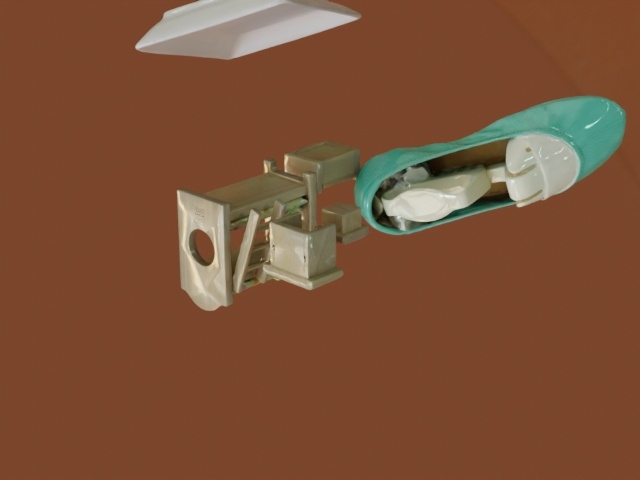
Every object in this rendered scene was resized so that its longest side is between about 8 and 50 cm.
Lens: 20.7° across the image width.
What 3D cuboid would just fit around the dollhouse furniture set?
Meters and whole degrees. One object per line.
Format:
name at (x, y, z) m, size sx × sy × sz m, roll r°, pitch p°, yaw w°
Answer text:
dollhouse furniture set at (0.000, 0.000, 1.488) m, size 0.182 × 0.161 × 0.101 m, roll -21°, pitch 120°, yaw -41°

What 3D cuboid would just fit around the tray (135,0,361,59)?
tray at (-0.062, -0.202, 1.602) m, size 0.145 × 0.270 × 0.030 m, roll -15°, pitch 90°, yaw 15°

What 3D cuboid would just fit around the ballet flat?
ballet flat at (0.146, -0.054, 1.509) m, size 0.247 × 0.087 × 0.083 m, roll -15°, pitch 121°, yaw 16°
